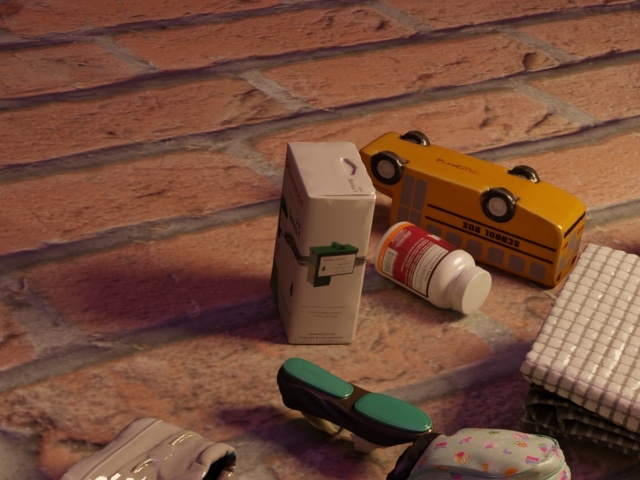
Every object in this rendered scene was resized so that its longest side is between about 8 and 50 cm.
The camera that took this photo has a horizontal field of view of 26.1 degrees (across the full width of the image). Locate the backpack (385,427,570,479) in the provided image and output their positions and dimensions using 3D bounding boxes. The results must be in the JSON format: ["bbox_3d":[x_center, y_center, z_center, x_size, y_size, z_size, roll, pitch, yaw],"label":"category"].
[{"bbox_3d":[0.168,0.258,1.428,0.182,0.115,0.152,3,26,29],"label":"backpack"}]

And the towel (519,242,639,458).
[{"bbox_3d":[0.384,0.146,1.668,0.235,0.121,0.283,20,44,16],"label":"towel"}]

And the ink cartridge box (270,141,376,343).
[{"bbox_3d":[0.000,0.000,1.785,0.093,0.219,0.160,0,29,-13],"label":"ink cartridge box"}]

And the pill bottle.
[{"bbox_3d":[0.155,0.040,1.886,0.152,0.086,0.086,30,36,34],"label":"pill bottle"}]

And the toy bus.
[{"bbox_3d":[0.214,-0.053,2.024,0.333,0.130,0.108,20,32,22],"label":"toy bus"}]

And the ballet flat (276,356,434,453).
[{"bbox_3d":[0.037,0.200,1.585,0.203,0.074,0.074,22,32,24],"label":"ballet flat"}]

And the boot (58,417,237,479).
[{"bbox_3d":[-0.179,0.262,1.393,0.123,0.095,0.258,10,27,20],"label":"boot"}]
